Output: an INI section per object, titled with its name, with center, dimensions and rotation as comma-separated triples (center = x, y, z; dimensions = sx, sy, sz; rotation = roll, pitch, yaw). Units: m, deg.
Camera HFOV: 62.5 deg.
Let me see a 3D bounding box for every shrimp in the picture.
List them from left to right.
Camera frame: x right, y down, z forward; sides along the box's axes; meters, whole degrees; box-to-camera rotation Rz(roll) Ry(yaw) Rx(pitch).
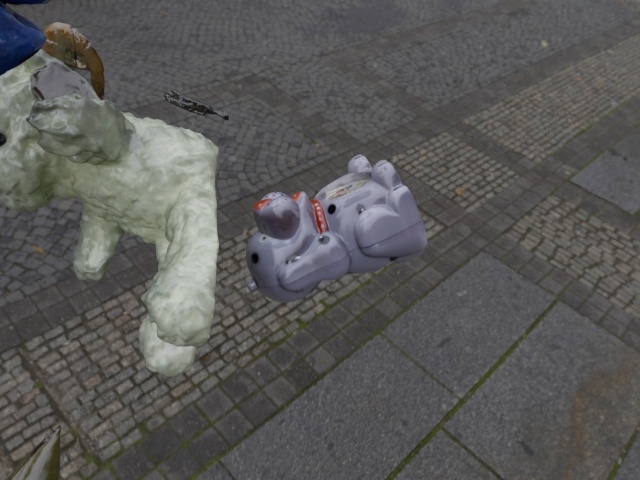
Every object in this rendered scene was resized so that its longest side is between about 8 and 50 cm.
[shrimp]
center = -0.524, -0.355, 1.155
dimensions = 0.133, 0.236, 0.053
rotation = -2, 35, 7

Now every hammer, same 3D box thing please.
[hammer]
center = -0.254, -0.279, 1.086
dimensions = 0.125, 0.027, 0.297
rotation = 18, 11, -17

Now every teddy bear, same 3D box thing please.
[teddy bear]
center = -0.311, -0.048, 0.628
dimensions = 0.362, 0.327, 0.375
rotation = 9, 60, -18

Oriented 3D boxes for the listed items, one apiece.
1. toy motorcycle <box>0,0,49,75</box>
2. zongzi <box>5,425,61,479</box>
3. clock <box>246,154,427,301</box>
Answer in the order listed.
[toy motorcycle]
center = -0.357, -0.201, 0.387
dimensions = 0.319, 0.241, 0.182
rotation = -2, 61, -42
[zongzi]
center = -0.276, 0.363, 0.472
dimensions = 0.286, 0.138, 0.300
rotation = 29, 85, 39
[clock]
center = 0.001, -0.004, 0.776
dimensions = 0.254, 0.188, 0.189
rotation = -23, 50, -10
